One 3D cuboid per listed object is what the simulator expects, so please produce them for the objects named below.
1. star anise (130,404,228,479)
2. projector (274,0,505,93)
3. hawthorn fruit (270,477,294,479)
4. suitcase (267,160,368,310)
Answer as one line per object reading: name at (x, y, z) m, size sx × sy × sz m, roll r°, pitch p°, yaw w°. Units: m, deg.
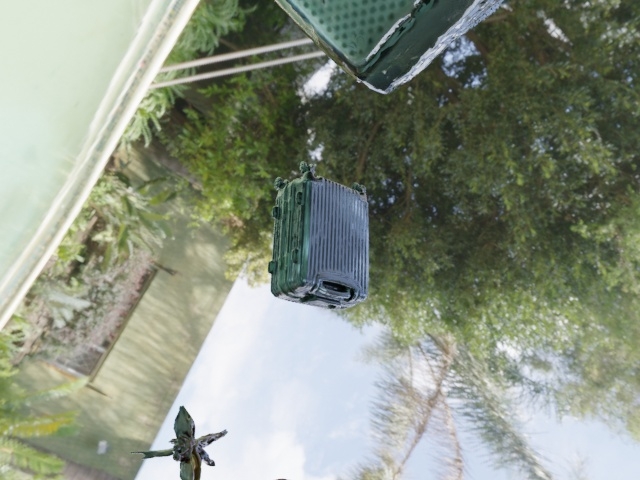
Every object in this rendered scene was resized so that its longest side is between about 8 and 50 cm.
star anise at (-0.304, 0.454, 1.111) m, size 0.144 × 0.140 × 0.158 m, roll -29°, pitch -153°, yaw 32°
projector at (0.060, -0.387, 0.432) m, size 0.242 × 0.405 × 0.395 m, roll -37°, pitch -173°, yaw 46°
hawthorn fruit at (-0.084, 0.714, 1.330) m, size 0.188 × 0.169 × 0.169 m, roll 23°, pitch -101°, yaw 50°
suitcase at (0.000, 0.000, 0.471) m, size 0.059 × 0.086 × 0.126 m, roll -26°, pitch -125°, yaw 50°
